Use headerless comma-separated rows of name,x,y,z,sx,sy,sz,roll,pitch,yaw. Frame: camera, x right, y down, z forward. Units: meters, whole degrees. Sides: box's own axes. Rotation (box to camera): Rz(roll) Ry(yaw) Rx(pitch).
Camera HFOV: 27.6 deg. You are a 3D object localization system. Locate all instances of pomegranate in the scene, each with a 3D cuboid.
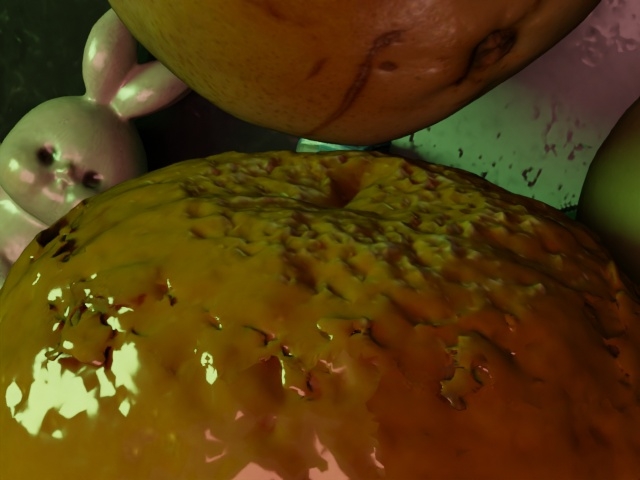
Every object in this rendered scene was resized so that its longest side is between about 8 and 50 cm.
pomegranate,0.011,-0.213,0.661,0.319,0.319,0.319,6,108,20

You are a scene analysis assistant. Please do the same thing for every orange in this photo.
orange,0.003,0.113,0.622,0.340,0.340,0.293,10,109,18

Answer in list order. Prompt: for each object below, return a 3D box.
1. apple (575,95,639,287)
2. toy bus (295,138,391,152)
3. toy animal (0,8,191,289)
apple,0.229,-0.006,0.673,0.200,0.200,0.200,6,108,20
toy bus,0.000,0.000,0.847,0.061,0.051,0.153,22,113,20
toy animal,-0.163,-0.052,0.859,0.124,0.124,0.212,36,119,8
